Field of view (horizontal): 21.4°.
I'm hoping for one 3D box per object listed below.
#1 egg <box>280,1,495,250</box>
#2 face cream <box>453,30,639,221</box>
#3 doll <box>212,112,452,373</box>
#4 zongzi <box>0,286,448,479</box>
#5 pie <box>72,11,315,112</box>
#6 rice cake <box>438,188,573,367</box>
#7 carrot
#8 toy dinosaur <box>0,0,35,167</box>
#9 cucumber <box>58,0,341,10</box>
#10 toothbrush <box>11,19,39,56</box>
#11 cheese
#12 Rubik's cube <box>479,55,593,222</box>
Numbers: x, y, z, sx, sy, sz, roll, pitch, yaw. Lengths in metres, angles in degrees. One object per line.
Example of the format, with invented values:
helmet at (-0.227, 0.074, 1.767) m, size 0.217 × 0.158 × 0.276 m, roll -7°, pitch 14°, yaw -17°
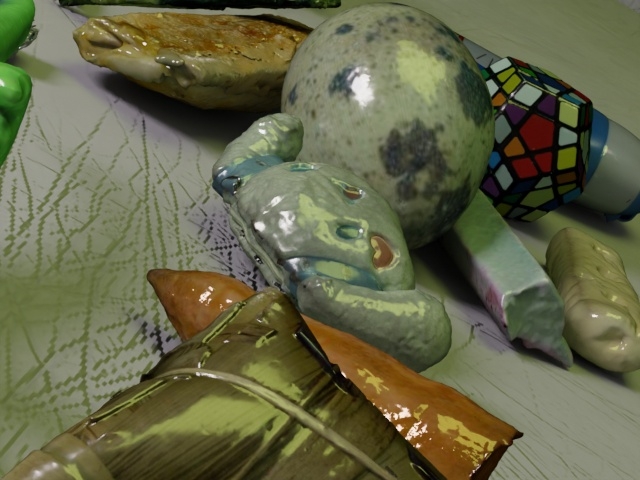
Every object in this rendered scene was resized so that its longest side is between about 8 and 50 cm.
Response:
egg at (0.046, -0.074, 1.123) m, size 0.141 × 0.141 × 0.182 m, roll 17°, pitch 45°, yaw -32°
face cream at (0.180, -0.099, 1.482) m, size 0.264 × 0.083 × 0.149 m, roll 28°, pitch 19°, yaw -6°
doll at (0.000, 0.000, 0.973) m, size 0.103 × 0.071 × 0.214 m, roll 1°, pitch 40°, yaw -33°
zongzi at (-0.019, 0.128, 0.643) m, size 0.189 × 0.081 × 0.178 m, roll 47°, pitch 43°, yaw 9°
pie at (-0.063, -0.127, 1.211) m, size 0.128 × 0.068 × 0.282 m, roll 20°, pitch 12°, yaw 25°
rice cake at (0.104, -0.005, 1.187) m, size 0.081 × 0.051 × 0.290 m, roll 58°, pitch 2°, yaw -32°
carrot at (-0.005, 0.064, 0.802) m, size 0.205 × 0.072 × 0.072 m, roll 34°, pitch 19°, yaw 23°
toy dinosaur at (-0.304, -0.063, 0.670) m, size 0.374 × 0.144 × 0.500 m, roll 11°, pitch 19°, yaw -14°
cucumber at (-0.085, -0.188, 1.245) m, size 0.220 × 0.046 × 0.070 m, roll -2°, pitch 15°, yaw -11°
toothbrush at (-0.204, -0.089, 0.976) m, size 0.288 × 0.026 × 0.024 m, roll -79°, pitch 149°, yaw -70°
cheese at (0.195, 0.041, 1.198) m, size 0.065 × 0.043 × 0.194 m, roll 32°, pitch 16°, yaw -8°
Rubik's cube at (0.156, -0.080, 1.348) m, size 0.133 × 0.112 × 0.133 m, roll 25°, pitch 18°, yaw -9°
